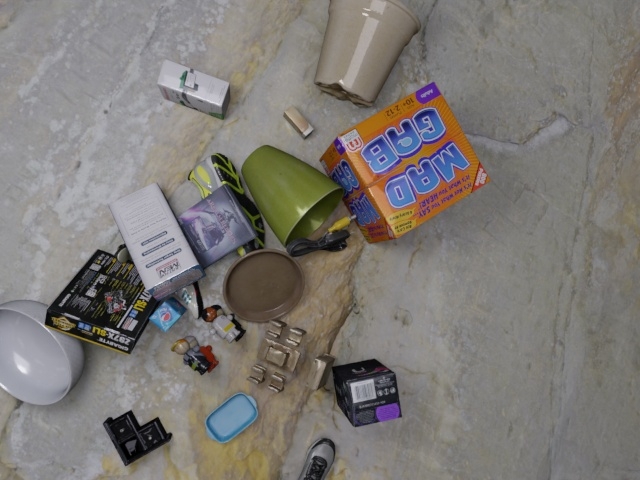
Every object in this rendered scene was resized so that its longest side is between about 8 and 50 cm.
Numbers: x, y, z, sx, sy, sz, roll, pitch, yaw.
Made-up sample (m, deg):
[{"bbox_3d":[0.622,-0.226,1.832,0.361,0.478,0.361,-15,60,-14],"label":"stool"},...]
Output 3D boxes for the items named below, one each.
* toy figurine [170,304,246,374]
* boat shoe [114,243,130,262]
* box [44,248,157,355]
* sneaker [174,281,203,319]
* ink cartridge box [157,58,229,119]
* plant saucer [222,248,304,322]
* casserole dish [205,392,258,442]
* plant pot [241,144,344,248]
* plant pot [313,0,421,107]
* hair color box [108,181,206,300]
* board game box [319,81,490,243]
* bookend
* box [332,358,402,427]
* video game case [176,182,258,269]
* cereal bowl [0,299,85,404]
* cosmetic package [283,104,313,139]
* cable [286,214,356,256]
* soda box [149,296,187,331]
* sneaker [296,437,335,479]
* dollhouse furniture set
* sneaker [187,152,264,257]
[{"bbox_3d":[-0.362,0.313,1.682,0.148,0.209,0.213,41,84,6],"label":"toy figurine"},{"bbox_3d":[-0.639,0.038,1.694,0.042,0.133,0.049,11,104,0],"label":"boat shoe"},{"bbox_3d":[-0.637,0.178,1.600,0.257,0.322,0.079,22,121,-9],"label":"box"},{"bbox_3d":[-0.447,0.190,1.758,0.075,0.057,0.161,-13,90,7],"label":"sneaker"},{"bbox_3d":[-0.419,-0.500,1.742,0.219,0.160,0.093,18,84,-7],"label":"ink cartridge box"},{"bbox_3d":[-0.190,0.149,1.750,0.277,0.041,0.278,-6,115,-14],"label":"plant saucer"},{"bbox_3d":[-0.300,0.594,1.762,0.188,0.037,0.114,-37,93,-8],"label":"casserole dish"},{"bbox_3d":[-0.120,-0.171,1.739,0.275,0.275,0.293,-44,79,-9],"label":"plant pot"},{"bbox_3d":[0.132,-0.637,1.778,0.333,0.334,0.306,20,95,-7],"label":"plant pot"},{"bbox_3d":[-0.519,-0.001,1.655,0.173,0.105,0.347,-28,65,-10],"label":"hair color box"},{"bbox_3d":[0.258,-0.236,1.733,0.356,0.356,0.356,-31,92,-9],"label":"board game box"},{"bbox_3d":[-0.591,0.615,1.696,0.157,0.072,0.156,-27,91,-10],"label":"bookend"},{"bbox_3d":[0.146,0.492,1.718,0.165,0.270,0.143,-8,88,-9],"label":"box"},{"bbox_3d":[-0.353,-0.038,1.711,0.274,0.026,0.196,-29,93,30],"label":"video game case"},{"bbox_3d":[-0.867,0.325,1.602,0.338,0.141,0.339,6,113,14],"label":"cereal bowl"},{"bbox_3d":[-0.078,-0.417,1.841,0.041,0.060,0.115,-42,92,-9],"label":"cosmetic package"},{"bbox_3d":[0.000,0.000,1.785,0.287,0.139,0.072,-17,56,-25],"label":"cable"},{"bbox_3d":[-0.482,0.233,1.664,0.067,0.210,0.071,42,82,-5],"label":"soda box"},{"bbox_3d":[-0.026,0.801,1.758,0.100,0.108,0.272,30,81,-4],"label":"sneaker"},{"bbox_3d":[-0.090,0.407,1.773,0.242,0.161,0.212,20,87,14],"label":"dollhouse furniture set"},{"bbox_3d":[-0.312,-0.097,1.768,0.147,0.145,0.385,-21,94,23],"label":"sneaker"}]
